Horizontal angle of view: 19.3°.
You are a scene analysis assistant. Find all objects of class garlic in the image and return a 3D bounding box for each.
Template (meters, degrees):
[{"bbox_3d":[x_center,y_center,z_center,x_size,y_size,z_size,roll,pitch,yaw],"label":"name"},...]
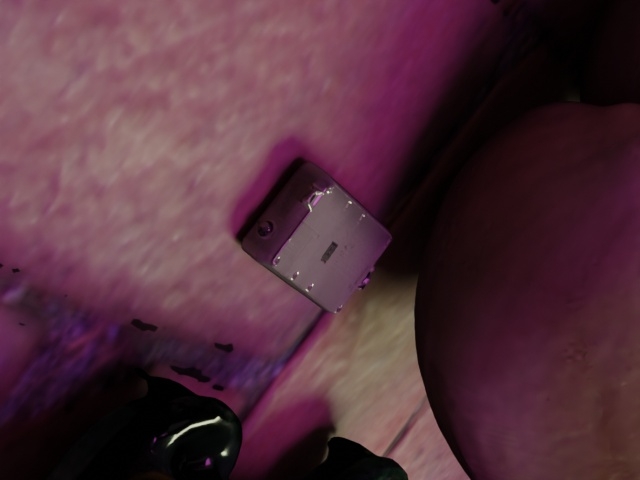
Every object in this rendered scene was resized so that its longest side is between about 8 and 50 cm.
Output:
[{"bbox_3d":[0.162,0.001,0.727,0.231,0.246,0.340,-27,159,-21],"label":"garlic"}]

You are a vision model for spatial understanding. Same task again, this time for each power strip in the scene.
[{"bbox_3d":[0.000,0.000,0.689,0.040,0.016,0.090,-53,157,-1],"label":"power strip"}]

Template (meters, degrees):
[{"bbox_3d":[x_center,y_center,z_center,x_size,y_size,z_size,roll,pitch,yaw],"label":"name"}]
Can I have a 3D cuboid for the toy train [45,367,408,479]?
[{"bbox_3d":[-0.027,0.195,0.715,0.237,0.150,0.369,-62,156,-2],"label":"toy train"}]
